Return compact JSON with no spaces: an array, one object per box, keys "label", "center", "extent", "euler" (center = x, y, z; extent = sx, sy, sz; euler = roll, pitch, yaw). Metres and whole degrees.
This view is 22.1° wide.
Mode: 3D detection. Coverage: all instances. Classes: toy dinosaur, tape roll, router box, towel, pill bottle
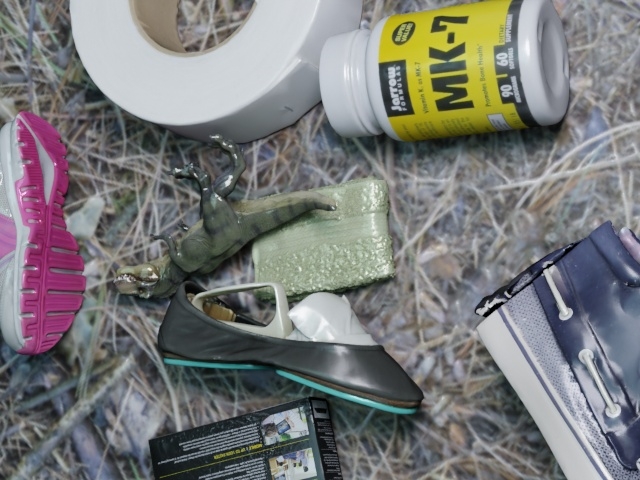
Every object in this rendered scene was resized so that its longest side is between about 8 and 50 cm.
[{"label":"toy dinosaur","center":[-0.098,-0.032,1.593],"extent":[0.268,0.064,0.118],"euler":[-26,74,32]},{"label":"tape roll","center":[-0.103,-0.240,1.621],"extent":[0.286,0.100,0.286],"euler":[-4,79,23]},{"label":"router box","center":[-0.068,0.233,1.555],"extent":[0.179,0.046,0.133],"euler":[-17,75,21]},{"label":"towel","center":[0.000,0.000,1.574],"extent":[0.148,0.027,0.110],"euler":[-10,78,23]},{"label":"pill bottle","center":[0.113,-0.153,1.499],"extent":[0.208,0.119,0.119],"euler":[-6,79,24]}]

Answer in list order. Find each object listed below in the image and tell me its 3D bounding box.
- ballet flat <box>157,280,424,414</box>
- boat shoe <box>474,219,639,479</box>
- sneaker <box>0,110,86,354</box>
[{"label":"ballet flat","center":[-0.031,0.090,1.531],"extent":[0.280,0.095,0.096],"euler":[10,92,25]},{"label":"boat shoe","center":[0.276,0.140,1.367],"extent":[0.158,0.127,0.340],"euler":[-43,66,21]},{"label":"sneaker","center":[-0.317,0.000,1.685],"extent":[0.111,0.103,0.252],"euler":[-16,68,25]}]
